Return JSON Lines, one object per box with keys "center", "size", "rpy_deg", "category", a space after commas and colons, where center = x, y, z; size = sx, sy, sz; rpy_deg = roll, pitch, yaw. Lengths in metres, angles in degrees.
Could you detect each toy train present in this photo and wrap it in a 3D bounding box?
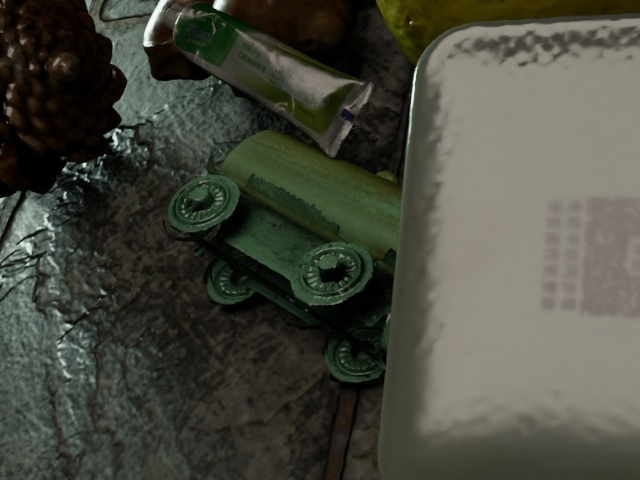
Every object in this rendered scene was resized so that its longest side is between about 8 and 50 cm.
{"center": [-0.001, -0.007, 0.907], "size": [0.307, 0.126, 0.189], "rpy_deg": [28, 71, 39], "category": "toy train"}

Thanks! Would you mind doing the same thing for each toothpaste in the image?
{"center": [-0.061, -0.165, 0.988], "size": [0.248, 0.047, 0.078], "rpy_deg": [33, 94, 27], "category": "toothpaste"}

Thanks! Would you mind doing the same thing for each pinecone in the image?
{"center": [-0.359, -0.161, 1.131], "size": [0.264, 0.264, 0.264], "rpy_deg": [-14, 51, 17], "category": "pinecone"}

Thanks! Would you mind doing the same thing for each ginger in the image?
{"center": [-0.005, -0.323, 1.118], "size": [0.254, 0.176, 0.418], "rpy_deg": [25, 78, 40], "category": "ginger"}

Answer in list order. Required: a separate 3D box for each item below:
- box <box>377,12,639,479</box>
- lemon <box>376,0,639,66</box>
{"center": [0.236, 0.023, 0.713], "size": [0.372, 0.090, 0.367], "rpy_deg": [2, 75, 20], "category": "box"}
{"center": [0.190, -0.246, 0.901], "size": [0.321, 0.268, 0.268], "rpy_deg": [-2, 55, 27], "category": "lemon"}
